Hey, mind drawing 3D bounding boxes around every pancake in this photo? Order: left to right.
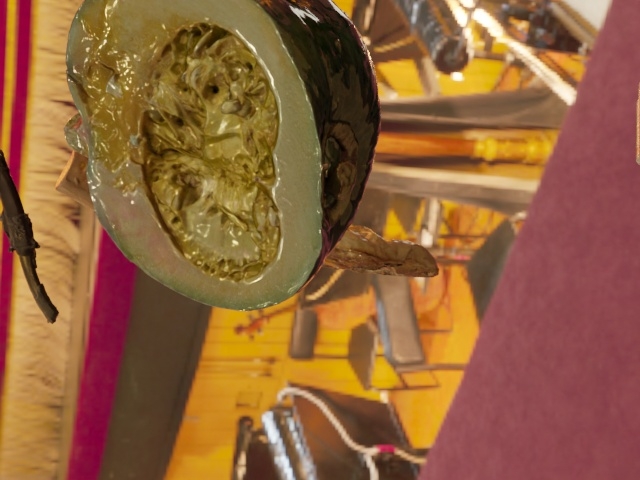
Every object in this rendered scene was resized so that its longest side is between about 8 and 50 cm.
[{"bbox_3d":[0.000,0.000,1.525,0.387,0.387,0.082,179,104,-72],"label":"pancake"}]

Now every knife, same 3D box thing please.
[{"bbox_3d":[-0.291,-0.017,0.938,0.021,0.045,0.222,-59,-46,-58],"label":"knife"}]

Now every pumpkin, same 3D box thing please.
[{"bbox_3d":[-0.071,-0.108,0.875,0.197,0.263,0.293,-34,-53,-57],"label":"pumpkin"}]

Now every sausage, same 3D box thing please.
[{"bbox_3d":[-0.198,-0.013,1.248,0.066,0.301,0.066,-44,26,29],"label":"sausage"}]

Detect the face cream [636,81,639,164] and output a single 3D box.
[{"bbox_3d":[0.415,-0.157,1.226,0.034,0.034,0.130,131,150,-63],"label":"face cream"}]
